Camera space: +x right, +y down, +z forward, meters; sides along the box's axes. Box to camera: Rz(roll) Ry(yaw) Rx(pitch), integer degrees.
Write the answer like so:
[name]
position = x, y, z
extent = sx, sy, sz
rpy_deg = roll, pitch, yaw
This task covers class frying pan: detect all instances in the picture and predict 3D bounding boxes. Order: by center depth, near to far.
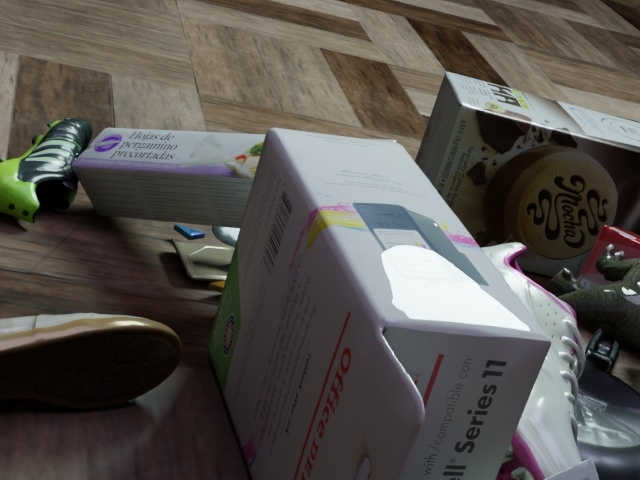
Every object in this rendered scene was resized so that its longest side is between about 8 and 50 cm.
[frying pan]
position = 0.252, 0.142, 1.106
extent = 0.197, 0.053, 0.326
rpy_deg = 35, 32, 33

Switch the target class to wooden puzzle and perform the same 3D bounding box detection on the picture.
[wooden puzzle]
position = -0.097, 0.023, 1.161
extent = 0.079, 0.014, 0.116
rpy_deg = 13, 23, -21

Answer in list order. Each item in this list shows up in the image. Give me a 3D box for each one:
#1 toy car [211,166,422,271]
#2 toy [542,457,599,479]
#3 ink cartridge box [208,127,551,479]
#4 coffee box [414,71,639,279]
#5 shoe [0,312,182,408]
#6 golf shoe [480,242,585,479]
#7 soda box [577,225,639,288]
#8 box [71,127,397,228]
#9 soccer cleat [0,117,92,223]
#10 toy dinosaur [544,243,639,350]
[toy car]
position = 0.000, 0.000, 1.140
extent = 0.188, 0.149, 0.155
rpy_deg = 0, 23, -10
[toy]
position = 0.100, 0.225, 0.756
extent = 0.237, 0.137, 0.056
rpy_deg = -10, -4, -43
[ink cartridge box]
position = 0.033, 0.090, 0.854
extent = 0.119, 0.207, 0.353
rpy_deg = 7, 27, -21
[coffee box]
position = 0.258, -0.057, 1.393
extent = 0.297, 0.168, 0.119
rpy_deg = 13, 24, -10
[shoe]
position = -0.200, 0.077, 0.886
extent = 0.219, 0.076, 0.058
rpy_deg = -2, 35, -35
[golf shoe]
position = 0.155, 0.101, 0.966
extent = 0.140, 0.115, 0.306
rpy_deg = -16, 45, -12
[soda box]
position = 0.386, 0.080, 1.257
extent = 0.263, 0.092, 0.083
rpy_deg = 28, 11, 25
[box]
position = -0.073, -0.053, 1.113
extent = 0.324, 0.067, 0.063
rpy_deg = 5, 43, 34
[soccer cleat]
position = -0.253, -0.064, 1.199
extent = 0.072, 0.060, 0.179
rpy_deg = 30, 31, 5
[toy dinosaur]
position = 0.304, 0.063, 1.137
extent = 0.313, 0.121, 0.160
rpy_deg = 27, 1, -28
